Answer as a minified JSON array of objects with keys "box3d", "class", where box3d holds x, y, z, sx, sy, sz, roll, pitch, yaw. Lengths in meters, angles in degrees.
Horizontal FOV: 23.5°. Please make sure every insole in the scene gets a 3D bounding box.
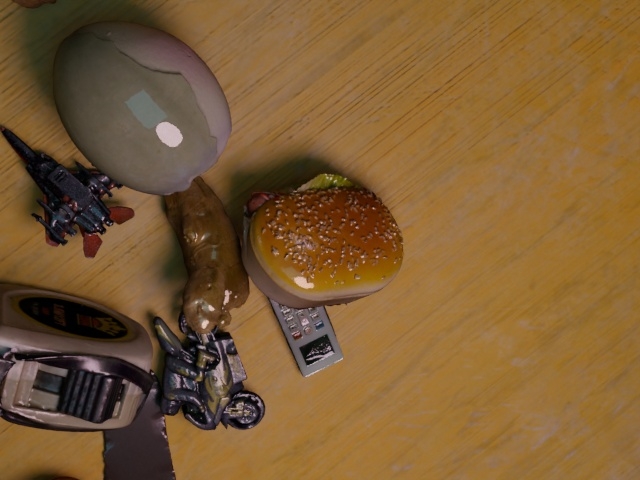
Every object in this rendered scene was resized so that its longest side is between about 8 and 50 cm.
[{"box3d":[-0.239,0.314,2.011,0.111,0.007,0.327,-5,103,-14],"class":"insole"}]

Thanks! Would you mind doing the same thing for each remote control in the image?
[{"box3d":[-0.026,0.093,2.000,0.065,0.029,0.166,-26,111,-8],"class":"remote control"}]

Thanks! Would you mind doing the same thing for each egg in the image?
[{"box3d":[-0.218,-0.165,1.815,0.183,0.183,0.217,-45,117,-1],"class":"egg"}]

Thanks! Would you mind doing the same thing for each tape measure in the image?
[{"box3d":[-0.303,0.157,1.822,0.231,0.271,0.133,16,99,-14],"class":"tape measure"}]

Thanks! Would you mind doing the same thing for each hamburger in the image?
[{"box3d":[0.000,0.000,1.911,0.210,0.173,0.116,-3,141,-34],"class":"hamburger"}]

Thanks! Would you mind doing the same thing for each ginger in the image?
[{"box3d":[-0.133,0.017,1.923,0.115,0.081,0.205,0,76,-33],"class":"ginger"}]

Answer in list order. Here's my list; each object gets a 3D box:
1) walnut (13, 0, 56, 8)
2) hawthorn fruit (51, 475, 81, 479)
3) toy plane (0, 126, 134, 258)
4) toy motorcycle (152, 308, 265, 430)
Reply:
[{"box3d":[-0.342,-0.318,1.812,0.079,0.082,0.096,-27,110,24],"class":"walnut"},{"box3d":[-0.313,0.392,1.931,0.189,0.189,0.189,-3,103,-12],"class":"hawthorn fruit"},{"box3d":[-0.319,-0.071,1.878,0.189,0.061,0.130,48,65,-15],"class":"toy plane"},{"box3d":[-0.157,0.175,1.972,0.124,0.061,0.193,-26,108,-4],"class":"toy motorcycle"}]
